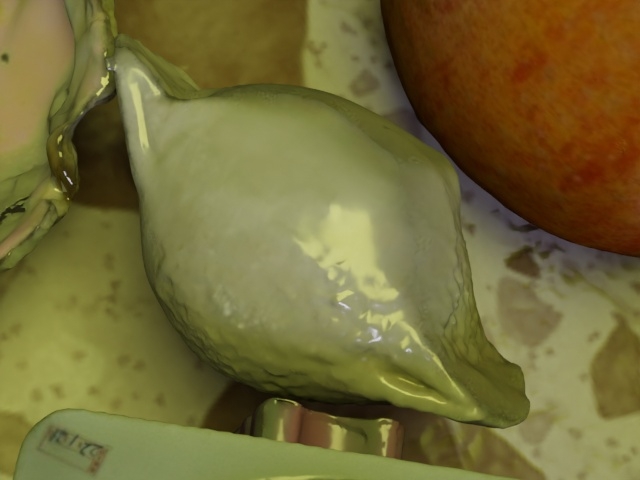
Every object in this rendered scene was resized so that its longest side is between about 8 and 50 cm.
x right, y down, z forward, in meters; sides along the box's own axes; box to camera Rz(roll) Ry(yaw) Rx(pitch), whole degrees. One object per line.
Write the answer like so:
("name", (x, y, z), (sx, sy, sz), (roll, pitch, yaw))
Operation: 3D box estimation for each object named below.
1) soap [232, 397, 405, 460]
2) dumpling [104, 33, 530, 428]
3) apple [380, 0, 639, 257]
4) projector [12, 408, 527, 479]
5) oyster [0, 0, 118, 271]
("soap", (-0.017, 0.175, 0.713), (0.065, 0.122, 0.203), (10, 71, -10))
("dumpling", (0.003, 0.003, 0.753), (0.215, 0.166, 0.126), (17, 92, 17))
("apple", (0.178, -0.147, 0.790), (0.299, 0.275, 0.299), (4, 76, -15))
("projector", (0.000, 0.200, 0.593), (0.257, 0.079, 0.259), (9, 68, 3))
("oyster", (-0.179, -0.098, 0.789), (0.201, 0.107, 0.355), (13, 81, 13))
